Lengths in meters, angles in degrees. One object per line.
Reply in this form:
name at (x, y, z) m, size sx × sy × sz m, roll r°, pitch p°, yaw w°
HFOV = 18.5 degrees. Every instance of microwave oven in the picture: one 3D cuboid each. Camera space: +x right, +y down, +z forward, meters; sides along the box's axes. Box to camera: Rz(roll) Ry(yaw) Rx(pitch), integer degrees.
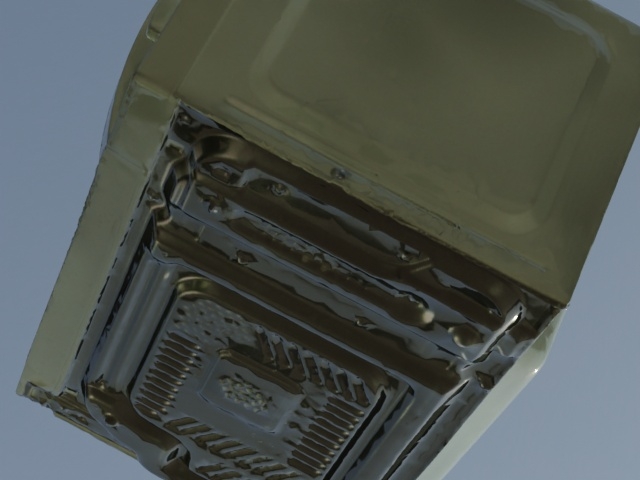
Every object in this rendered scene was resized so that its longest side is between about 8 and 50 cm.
microwave oven at (0.000, 0.000, 0.658) m, size 0.162 × 0.122 × 0.208 m, roll 29°, pitch -35°, yaw -1°
